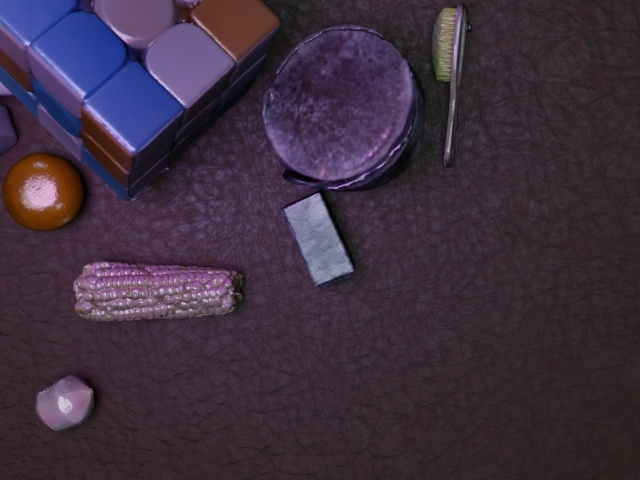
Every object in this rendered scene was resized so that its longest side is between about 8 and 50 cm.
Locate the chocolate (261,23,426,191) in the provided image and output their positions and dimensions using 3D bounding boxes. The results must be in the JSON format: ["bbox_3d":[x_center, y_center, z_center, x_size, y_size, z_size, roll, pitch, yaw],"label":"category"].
[{"bbox_3d":[0.067,-0.221,1.451,0.303,0.213,0.303,-4,80,25],"label":"chocolate"}]

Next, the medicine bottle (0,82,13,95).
[{"bbox_3d":[-0.684,-0.341,1.512,0.252,0.144,0.144,2,98,5],"label":"medicine bottle"}]

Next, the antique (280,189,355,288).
[{"bbox_3d":[0.000,0.000,1.546,0.086,0.088,0.183,-23,95,7],"label":"antique"}]

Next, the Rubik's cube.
[{"bbox_3d":[-0.325,-0.324,1.341,0.344,0.346,0.347,44,71,-5],"label":"Rubik's cube"}]

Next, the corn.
[{"bbox_3d":[-0.324,0.105,1.568,0.335,0.126,0.126,2,98,-1],"label":"corn"}]

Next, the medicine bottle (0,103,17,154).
[{"bbox_3d":[-0.705,-0.200,1.438,0.179,0.324,0.124,-15,97,5],"label":"medicine bottle"}]

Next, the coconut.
[{"bbox_3d":[-0.519,0.328,1.610,0.124,0.110,0.110,-26,95,13],"label":"coconut"}]

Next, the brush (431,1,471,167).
[{"bbox_3d":[0.243,-0.298,1.513,0.067,0.072,0.312,7,102,25],"label":"brush"}]

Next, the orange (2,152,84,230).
[{"bbox_3d":[-0.546,-0.095,1.547,0.156,0.124,0.156,1,85,-9],"label":"orange"}]
